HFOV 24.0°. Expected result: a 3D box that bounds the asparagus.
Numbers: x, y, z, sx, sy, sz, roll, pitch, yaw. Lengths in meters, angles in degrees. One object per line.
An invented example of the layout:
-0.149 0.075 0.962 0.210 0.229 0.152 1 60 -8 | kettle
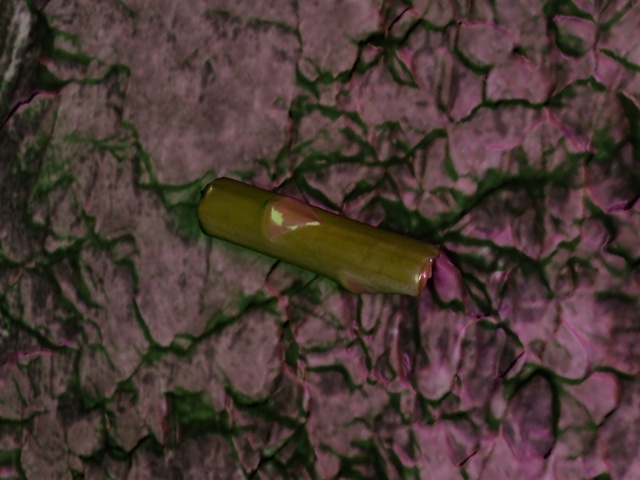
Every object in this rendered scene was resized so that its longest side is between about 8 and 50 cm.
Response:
0.000 0.000 0.901 0.178 0.041 0.045 19 121 37 | asparagus
